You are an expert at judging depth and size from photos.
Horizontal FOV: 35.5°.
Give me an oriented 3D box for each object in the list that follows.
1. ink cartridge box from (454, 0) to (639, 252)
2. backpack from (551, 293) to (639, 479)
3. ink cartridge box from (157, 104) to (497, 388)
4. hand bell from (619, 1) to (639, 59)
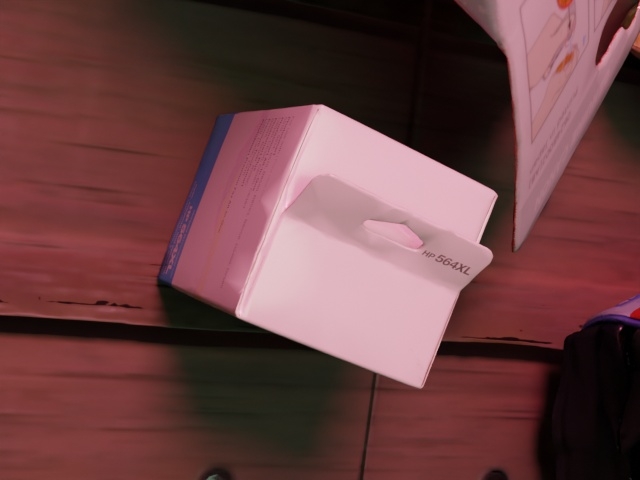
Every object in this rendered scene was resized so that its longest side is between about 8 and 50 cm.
[{"bbox_3d":[0.090,-0.230,0.397,0.308,0.091,0.385,-57,149,-27],"label":"ink cartridge box"},{"bbox_3d":[0.255,0.126,0.503,0.213,0.276,0.263,-35,99,-15],"label":"backpack"},{"bbox_3d":[0.000,0.000,0.440,0.092,0.143,0.090,23,86,-22],"label":"ink cartridge box"},{"bbox_3d":[0.263,-0.029,0.586,0.126,0.126,0.242,-32,119,-17],"label":"hand bell"}]
